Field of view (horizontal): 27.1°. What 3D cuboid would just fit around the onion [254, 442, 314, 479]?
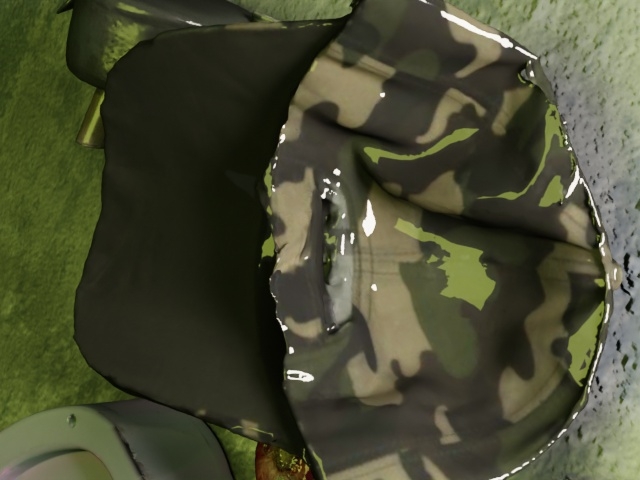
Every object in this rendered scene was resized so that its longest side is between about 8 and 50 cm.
[{"bbox_3d":[0.012,0.167,0.994,0.131,0.131,0.131,-4,84,39],"label":"onion"}]

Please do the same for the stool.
[{"bbox_3d":[-0.119,-0.137,1.099,0.228,0.153,0.139,27,110,36],"label":"stool"}]

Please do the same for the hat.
[{"bbox_3d":[0.000,0.000,0.969,0.382,0.257,0.366,12,92,57],"label":"hat"}]

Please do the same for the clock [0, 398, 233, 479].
[{"bbox_3d":[-0.197,0.303,1.162,0.339,0.102,0.338,-4,84,40],"label":"clock"}]
